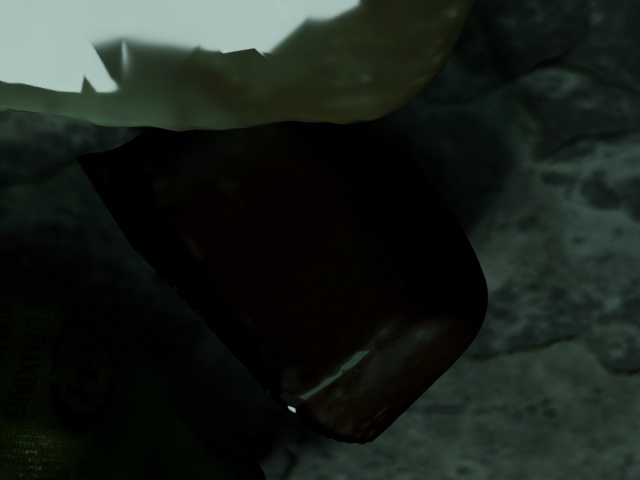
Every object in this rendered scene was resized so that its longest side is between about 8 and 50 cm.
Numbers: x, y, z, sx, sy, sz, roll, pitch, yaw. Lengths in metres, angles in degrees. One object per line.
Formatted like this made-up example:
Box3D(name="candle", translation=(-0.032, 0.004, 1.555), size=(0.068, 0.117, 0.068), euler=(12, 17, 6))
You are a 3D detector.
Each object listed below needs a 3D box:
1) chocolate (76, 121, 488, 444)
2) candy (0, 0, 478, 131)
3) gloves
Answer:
Box3D(name="chocolate", translation=(0.000, 0.000, 0.545), size=(0.080, 0.125, 0.149), euler=(-44, 112, 7))
Box3D(name="candy", translation=(-0.071, -0.097, 0.472), size=(0.234, 0.104, 0.102), euler=(9, 129, -8))
Box3D(name="gloves", translation=(-0.113, 0.073, 0.592), size=(0.268, 0.135, 0.107), euler=(22, 164, -14))
